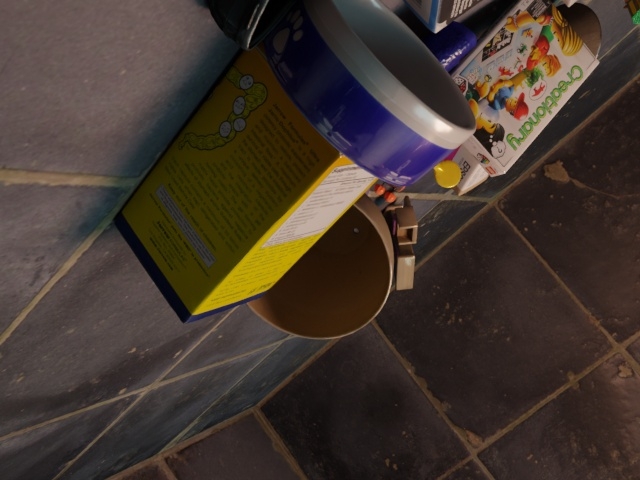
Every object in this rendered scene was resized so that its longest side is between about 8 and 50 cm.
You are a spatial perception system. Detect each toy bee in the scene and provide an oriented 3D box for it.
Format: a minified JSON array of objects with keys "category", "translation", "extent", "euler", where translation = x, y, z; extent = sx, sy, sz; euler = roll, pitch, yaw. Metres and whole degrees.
[{"category":"toy bee","translation":[0.180,-0.153,1.440],"extent":[0.162,0.195,0.298],"euler":[-59,166,-25]}]

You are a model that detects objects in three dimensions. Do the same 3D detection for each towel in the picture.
[{"category":"towel","translation":[0.102,-0.233,1.194],"extent":[0.308,0.076,0.227],"euler":[-41,-178,3]}]

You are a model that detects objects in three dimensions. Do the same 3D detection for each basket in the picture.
[{"category":"basket","translation":[0.426,-0.370,1.494],"extent":[0.227,0.154,0.204],"euler":[-25,163,-32]}]

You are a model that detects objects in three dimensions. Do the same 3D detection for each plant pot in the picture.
[{"category":"plant pot","translation":[0.000,0.000,1.275],"extent":[0.284,0.284,0.191],"euler":[-46,-173,29]}]

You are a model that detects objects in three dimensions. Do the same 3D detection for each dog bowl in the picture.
[{"category":"dog bowl","translation":[0.062,-0.197,0.890],"extent":[0.104,0.265,0.265],"euler":[-42,166,26]}]

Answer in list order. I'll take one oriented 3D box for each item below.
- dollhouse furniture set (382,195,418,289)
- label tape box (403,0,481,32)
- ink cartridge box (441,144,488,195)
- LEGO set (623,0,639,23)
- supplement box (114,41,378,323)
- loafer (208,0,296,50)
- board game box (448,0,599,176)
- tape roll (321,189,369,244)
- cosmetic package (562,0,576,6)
[{"category":"dollhouse furniture set","translation":[0.090,-0.001,1.995],"extent":[0.303,0.198,0.286],"euler":[-6,138,-3]},{"category":"label tape box","translation":[0.246,-0.440,0.893],"extent":[0.334,0.106,0.240],"euler":[-36,164,-6]},{"category":"ink cartridge box","translation":[0.281,-0.228,1.475],"extent":[0.088,0.193,0.234],"euler":[-32,164,-20]},{"category":"LEGO set","translation":[0.827,-0.649,1.651],"extent":[0.255,0.192,0.331],"euler":[-4,154,-10]},{"category":"supplement box","translation":[-0.090,-0.078,1.037],"extent":[0.356,0.195,0.194],"euler":[-45,165,29]},{"category":"loafer","translation":[-0.018,-0.292,0.773],"extent":[0.223,0.078,0.076],"euler":[-41,166,10]},{"category":"board game box","translation":[0.348,-0.289,1.324],"extent":[0.305,0.193,0.053],"euler":[-48,-167,-15]},{"category":"tape roll","translation":[0.024,-0.062,1.462],"extent":[0.189,0.080,0.189],"euler":[-57,168,-19]},{"category":"cosmetic package","translation":[0.448,-0.505,1.242],"extent":[0.117,0.085,0.231],"euler":[-40,167,4]}]
